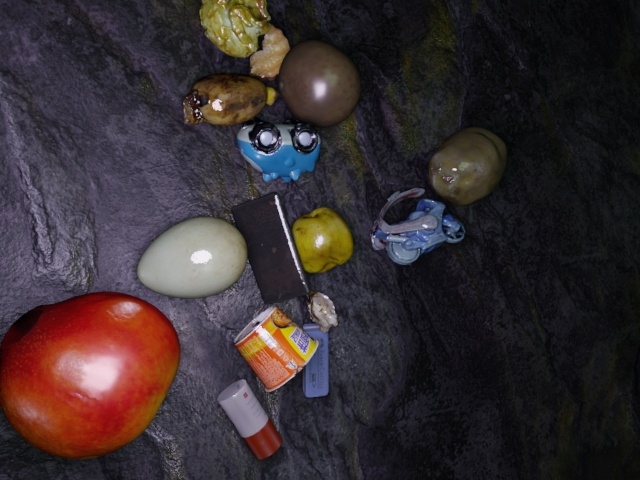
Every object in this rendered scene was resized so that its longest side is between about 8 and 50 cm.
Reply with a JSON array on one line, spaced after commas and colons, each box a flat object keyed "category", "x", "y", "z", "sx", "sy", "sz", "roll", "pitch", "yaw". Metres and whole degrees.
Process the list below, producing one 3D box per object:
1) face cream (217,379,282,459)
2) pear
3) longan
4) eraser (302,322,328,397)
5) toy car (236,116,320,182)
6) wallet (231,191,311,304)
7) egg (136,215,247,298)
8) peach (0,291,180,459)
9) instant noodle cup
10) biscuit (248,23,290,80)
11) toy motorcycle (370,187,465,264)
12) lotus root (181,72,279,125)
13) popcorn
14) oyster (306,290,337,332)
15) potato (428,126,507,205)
[{"category": "face cream", "x": -0.204, "y": 0.520, "z": 1.370, "sx": 0.096, "sy": 0.096, "sz": 0.214, "roll": -34, "pitch": 101, "yaw": -23}, {"category": "pear", "x": 0.000, "y": 0.000, "z": 1.451, "sx": 0.200, "sy": 0.200, "sz": 0.200, "roll": 2, "pitch": 86, "yaw": -25}, {"category": "longan", "x": -0.004, "y": -0.476, "z": 1.451, "sx": 0.258, "sy": 0.258, "sz": 0.258, "roll": 2, "pitch": 86, "yaw": -25}, {"category": "eraser", "x": -0.017, "y": 0.378, "z": 1.499, "sx": 0.082, "sy": 0.036, "sz": 0.225, "roll": 2, "pitch": 86, "yaw": -23}, {"category": "toy car", "x": -0.124, "y": -0.268, "z": 1.418, "sx": 0.255, "sy": 0.188, "sz": 0.190, "roll": -2, "pitch": 110, "yaw": -21}, {"category": "wallet", "x": -0.146, "y": 0.026, "z": 1.414, "sx": 0.044, "sy": 0.170, "sz": 0.321, "roll": -24, "pitch": 97, "yaw": -64}, {"category": "egg", "x": -0.344, "y": 0.050, "z": 1.275, "sx": 0.295, "sy": 0.218, "sz": 0.218, "roll": -16, "pitch": 93, "yaw": -12}, {"category": "peach", "x": -0.533, "y": 0.296, "z": 1.094, "sx": 0.388, "sy": 0.388, "sz": 0.388, "roll": 2, "pitch": 86, "yaw": -25}, {"category": "instant noodle cup", "x": -0.136, "y": 0.301, "z": 1.367, "sx": 0.213, "sy": 0.213, "sz": 0.174, "roll": -43, "pitch": 96, "yaw": -21}, {"category": "biscuit", "x": -0.157, "y": -0.574, "z": 1.489, "sx": 0.118, "sy": 0.061, "sz": 0.183, "roll": 28, "pitch": 77, "yaw": -22}, {"category": "toy motorcycle", "x": 0.331, "y": -0.062, "z": 1.610, "sx": 0.319, "sy": 0.182, "sz": 0.241, "roll": -21, "pitch": 95, "yaw": -23}, {"category": "lotus root", "x": -0.261, "y": -0.415, "z": 1.370, "sx": 0.314, "sy": 0.169, "sz": 0.141, "roll": -21, "pitch": 127, "yaw": -29}, {"category": "popcorn", "x": -0.252, "y": -0.653, "z": 1.388, "sx": 0.204, "sy": 0.184, "sz": 0.221, "roll": 14, "pitch": 67, "yaw": -36}, {"category": "oyster", "x": -0.004, "y": 0.221, "z": 1.508, "sx": 0.103, "sy": 0.051, "sz": 0.148, "roll": -25, "pitch": 98, "yaw": -42}, {"category": "potato", "x": 0.526, "y": -0.263, "z": 1.695, "sx": 0.326, "sy": 0.221, "sz": 0.243, "roll": -46, "pitch": 116, "yaw": -31}]
